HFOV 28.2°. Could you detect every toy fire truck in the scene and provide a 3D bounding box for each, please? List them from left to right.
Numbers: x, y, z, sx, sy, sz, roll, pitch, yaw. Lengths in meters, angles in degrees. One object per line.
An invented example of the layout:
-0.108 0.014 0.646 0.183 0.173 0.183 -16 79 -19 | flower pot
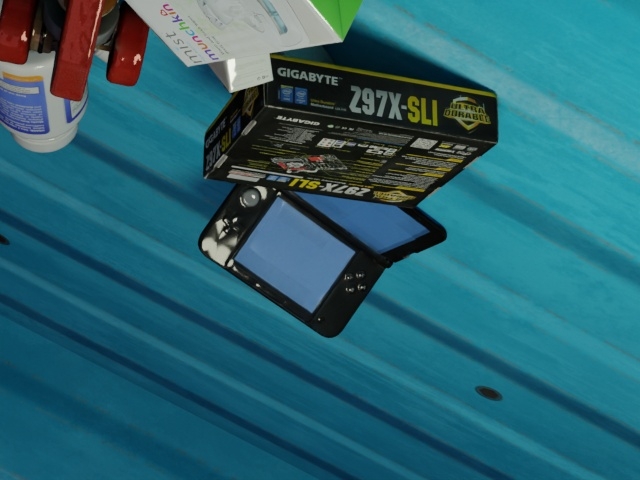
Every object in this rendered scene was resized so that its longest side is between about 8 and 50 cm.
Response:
-0.262 -0.327 1.442 0.169 0.302 0.254 11 150 -12 | toy fire truck

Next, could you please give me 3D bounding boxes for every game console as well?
0.000 0.000 1.992 0.293 0.250 0.173 35 179 -19 | game console

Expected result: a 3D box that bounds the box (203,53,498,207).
0.035 -0.135 1.672 0.321 0.079 0.257 7 161 -20 | box

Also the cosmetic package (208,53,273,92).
-0.126 -0.275 1.533 0.239 0.060 0.099 -126 22 -51 | cosmetic package

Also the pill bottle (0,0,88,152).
-0.429 -0.247 1.919 0.152 0.152 0.272 23 154 4 | pill bottle

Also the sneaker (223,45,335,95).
-0.083 -0.260 1.645 0.146 0.105 0.296 7 153 22 | sneaker

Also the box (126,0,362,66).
-0.048 -0.327 1.319 0.231 0.262 0.127 -3 142 42 | box

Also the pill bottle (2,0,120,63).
-0.340 -0.325 1.748 0.180 0.108 0.108 36 152 -19 | pill bottle
